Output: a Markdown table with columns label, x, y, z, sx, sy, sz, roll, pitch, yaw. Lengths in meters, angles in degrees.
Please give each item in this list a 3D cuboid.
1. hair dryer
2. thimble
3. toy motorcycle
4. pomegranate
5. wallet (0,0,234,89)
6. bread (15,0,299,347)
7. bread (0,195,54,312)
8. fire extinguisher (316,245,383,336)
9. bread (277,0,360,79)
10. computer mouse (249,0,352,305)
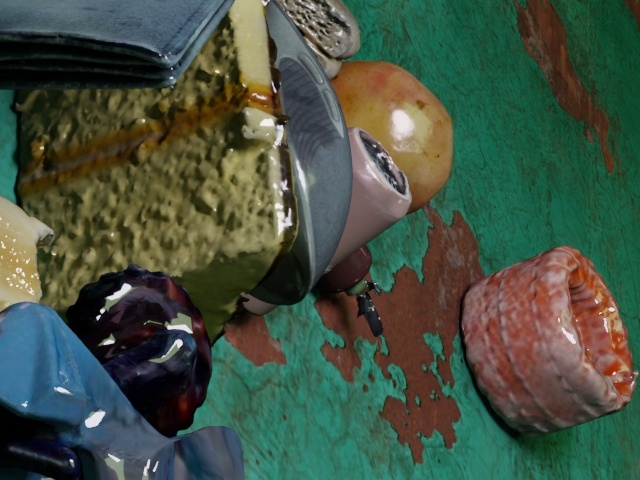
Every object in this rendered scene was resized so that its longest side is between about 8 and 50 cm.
| label | x | y | z | sx | sy | sz | roll | pitch | yaw |
| --- | --- | --- | --- | --- | --- | --- | --- | --- | --- |
| hair dryer | -0.064 | -0.116 | 1.285 | 0.106 | 0.189 | 0.344 | 23 | 34 | -60 |
| thimble | 0.299 | 0.132 | 1.707 | 0.239 | 0.162 | 0.239 | 41 | 36 | -39 |
| toy motorcycle | -0.164 | 0.211 | 0.856 | 0.232 | 0.172 | 0.416 | 17 | 70 | -52 |
| pomegranate | 0.056 | -0.111 | 1.455 | 0.191 | 0.191 | 0.191 | 40 | 37 | -40 |
| wallet | -0.209 | -0.180 | 0.965 | 0.251 | 0.290 | 0.054 | -72 | 160 | -55 |
| bread | -0.097 | -0.052 | 1.082 | 0.198 | 0.236 | 0.264 | 27 | 47 | -49 |
| bread | -0.257 | 0.011 | 0.918 | 0.177 | 0.084 | 0.119 | 43 | 38 | -36 |
| fire extinguisher | 0.000 | 0.000 | 1.379 | 0.231 | 0.071 | 0.099 | 57 | 10 | -17 |
| bread | -0.095 | -0.307 | 1.376 | 0.337 | 0.102 | 0.183 | 40 | 21 | -16 |
| computer mouse | -0.036 | -0.112 | 1.146 | 0.090 | 0.167 | 0.379 | 3 | 55 | -23 |
